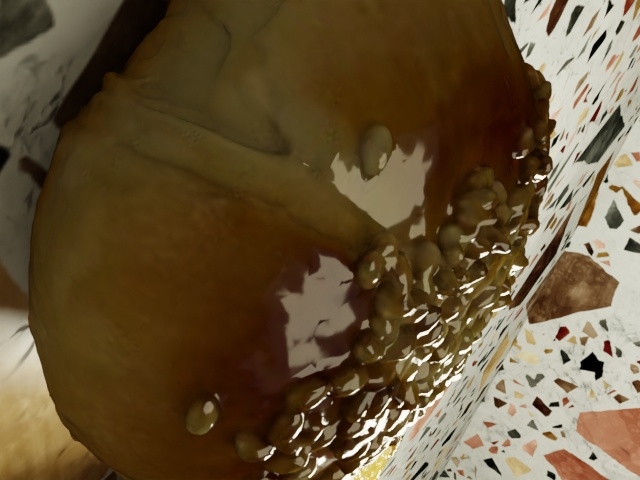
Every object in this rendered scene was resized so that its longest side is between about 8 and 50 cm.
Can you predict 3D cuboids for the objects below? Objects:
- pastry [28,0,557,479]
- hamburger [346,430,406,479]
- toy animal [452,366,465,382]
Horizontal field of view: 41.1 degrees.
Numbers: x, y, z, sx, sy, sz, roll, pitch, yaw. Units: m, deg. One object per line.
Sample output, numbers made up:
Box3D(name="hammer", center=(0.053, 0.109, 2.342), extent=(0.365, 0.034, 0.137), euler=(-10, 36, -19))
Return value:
Box3D(name="pastry", center=(0.000, 0.000, 0.576), extent=(0.409, 0.245, 0.409), euler=(-47, 159, -25))
Box3D(name="hamburger", center=(-0.005, 0.282, 1.101), extent=(0.318, 0.158, 0.318), euler=(-44, 156, -25))
Box3D(name="toy animal", center=(0.045, 0.100, 0.895), extent=(0.325, 0.208, 0.154), euler=(-44, -171, -4))
